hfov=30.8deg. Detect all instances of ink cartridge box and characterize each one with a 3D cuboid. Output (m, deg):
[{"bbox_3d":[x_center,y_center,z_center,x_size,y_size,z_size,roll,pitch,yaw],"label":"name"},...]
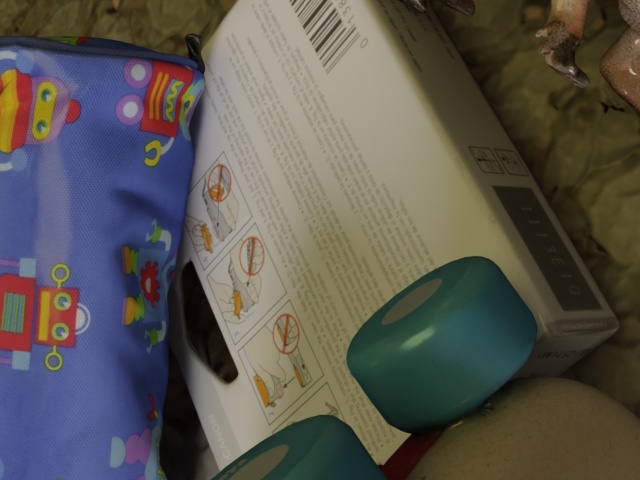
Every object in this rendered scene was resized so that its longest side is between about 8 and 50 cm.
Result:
[{"bbox_3d":[0.000,0.000,0.635,0.239,0.060,0.275,-47,56,37],"label":"ink cartridge box"}]

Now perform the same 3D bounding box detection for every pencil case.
[{"bbox_3d":[-0.130,0.037,0.644,0.119,0.133,0.306,3,92,17],"label":"pencil case"}]

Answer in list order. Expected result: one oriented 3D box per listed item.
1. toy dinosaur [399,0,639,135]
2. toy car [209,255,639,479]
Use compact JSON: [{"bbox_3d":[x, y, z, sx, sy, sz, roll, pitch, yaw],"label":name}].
[{"bbox_3d":[0.140,-0.164,0.512,0.295,0.127,0.200,34,96,12],"label":"toy dinosaur"},{"bbox_3d":[0.020,0.164,0.493,0.238,0.210,0.219,-27,101,48],"label":"toy car"}]
